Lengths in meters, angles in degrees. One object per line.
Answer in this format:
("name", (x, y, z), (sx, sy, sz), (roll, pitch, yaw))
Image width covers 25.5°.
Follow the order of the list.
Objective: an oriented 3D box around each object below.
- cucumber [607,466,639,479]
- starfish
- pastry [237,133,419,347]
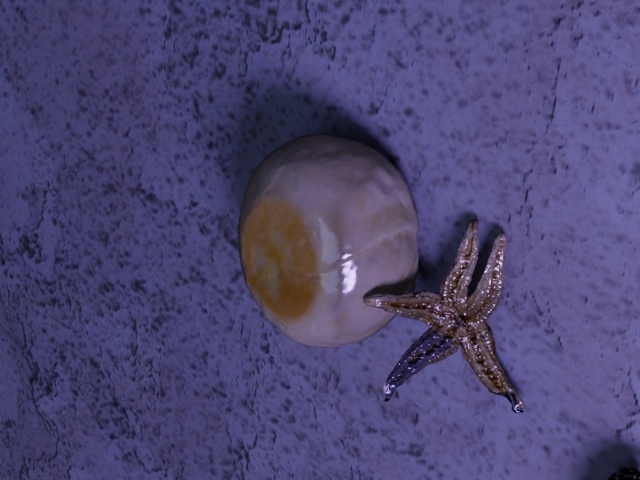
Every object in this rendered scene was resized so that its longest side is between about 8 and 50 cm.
("cucumber", (0.187, 0.221, 0.947), (0.053, 0.053, 0.181), (34, 127, 31))
("starfish", (0.096, 0.066, 0.972), (0.133, 0.041, 0.130), (-37, 102, 6))
("pastry", (0.000, 0.000, 1.011), (0.156, 0.092, 0.156), (16, 112, 46))
